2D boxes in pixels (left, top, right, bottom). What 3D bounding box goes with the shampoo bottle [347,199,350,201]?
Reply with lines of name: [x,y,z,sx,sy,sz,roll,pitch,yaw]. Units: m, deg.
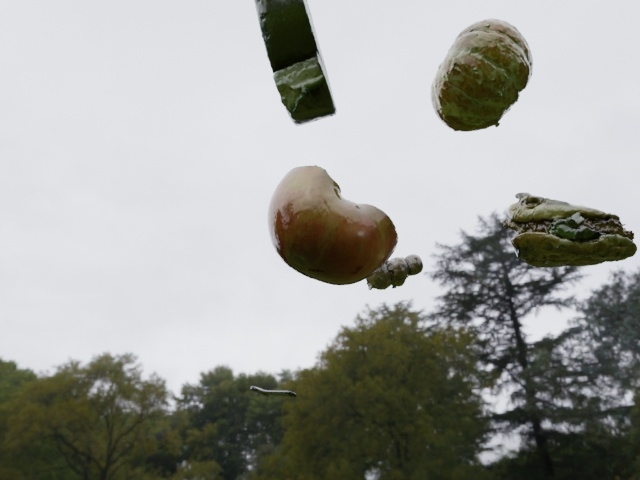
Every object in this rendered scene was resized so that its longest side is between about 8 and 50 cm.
shampoo bottle: [0.120,-0.073,1.869,0.027,0.137,0.048,-39,-25,24]

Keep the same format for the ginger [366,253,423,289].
ginger: [0.222,0.088,1.694,0.204,0.105,0.080,-7,-6,-30]

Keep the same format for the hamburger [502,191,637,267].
hamburger: [0.436,-0.004,1.018,0.183,0.130,0.206,9,7,-30]

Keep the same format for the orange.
orange: [0.464,-0.473,1.671,0.249,0.329,0.329,34,-28,4]

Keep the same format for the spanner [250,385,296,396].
spanner: [-0.115,0.363,1.371,0.046,0.012,0.208,28,-23,-22]

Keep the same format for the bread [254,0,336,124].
bread: [-0.065,-0.469,1.421,0.129,0.382,0.366,-15,-38,5]

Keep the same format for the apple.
apple: [0.000,0.000,1.228,0.292,0.163,0.251,35,-33,1]
